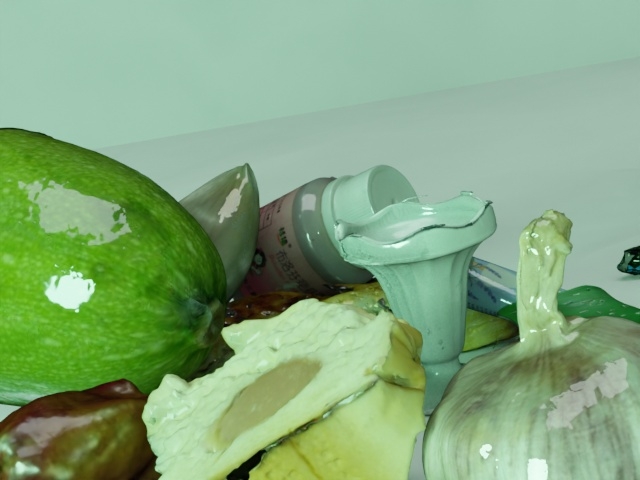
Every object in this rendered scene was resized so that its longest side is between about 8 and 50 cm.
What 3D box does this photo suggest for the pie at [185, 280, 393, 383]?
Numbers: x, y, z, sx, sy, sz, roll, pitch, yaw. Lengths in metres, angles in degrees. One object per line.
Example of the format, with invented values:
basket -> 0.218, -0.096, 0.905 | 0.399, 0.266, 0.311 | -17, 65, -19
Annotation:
pie -> -0.011, 0.099, 1.760 | 0.308, 0.085, 0.308 | -13, 6, 1

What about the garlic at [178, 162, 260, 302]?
garlic -> -0.173, 0.050, 1.875 | 0.318, 0.112, 0.143 | -41, 54, 3

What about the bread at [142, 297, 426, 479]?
bread -> -0.020, 0.131, 1.298 | 0.224, 0.211, 0.183 | 10, 28, -12

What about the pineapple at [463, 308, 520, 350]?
pineapple -> 0.189, 0.074, 1.756 | 0.116, 0.069, 0.137 | -3, 13, 32

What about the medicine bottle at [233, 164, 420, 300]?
medicine bottle -> 0.000, 0.000, 1.921 | 0.247, 0.147, 0.147 | -27, 1, 38

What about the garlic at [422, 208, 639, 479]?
garlic -> 0.195, 0.102, 1.248 | 0.245, 0.253, 0.245 | -9, 4, 1

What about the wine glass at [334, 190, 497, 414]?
wine glass -> 0.106, 0.063, 1.589 | 0.165, 0.196, 0.165 | -8, 12, 2

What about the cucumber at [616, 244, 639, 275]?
cucumber -> 0.475, 0.009, 1.866 | 0.257, 0.043, 0.044 | -8, 8, 14

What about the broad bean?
broad bean -> -0.199, 0.187, 1.413 | 0.228, 0.122, 0.156 | -17, -28, -43

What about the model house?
model house -> 0.248, 0.111, 1.505 | 0.117, 0.088, 0.167 | -14, 15, -15

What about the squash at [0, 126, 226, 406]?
squash -> -0.250, 0.046, 1.617 | 0.310, 0.310, 0.309 | -21, 21, -39

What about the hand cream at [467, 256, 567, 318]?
hand cream -> 0.220, 0.068, 1.663 | 0.256, 0.055, 0.088 | 21, 23, 16

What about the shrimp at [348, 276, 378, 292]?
shrimp -> 0.102, 0.054, 1.973 | 0.148, 0.035, 0.195 | -11, 4, -24
